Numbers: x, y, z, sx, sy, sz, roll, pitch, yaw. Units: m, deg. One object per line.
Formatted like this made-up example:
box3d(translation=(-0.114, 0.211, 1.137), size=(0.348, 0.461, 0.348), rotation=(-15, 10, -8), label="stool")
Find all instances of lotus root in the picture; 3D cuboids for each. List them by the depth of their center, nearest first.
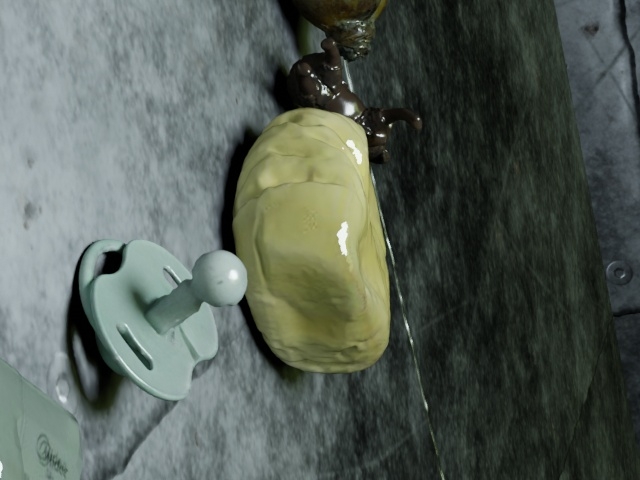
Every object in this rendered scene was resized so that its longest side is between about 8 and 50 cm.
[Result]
box3d(translation=(0.013, -0.277, 1.719), size=(0.120, 0.120, 0.209), rotation=(-19, 102, -71), label="lotus root")

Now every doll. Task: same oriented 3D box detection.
box3d(translation=(0.019, -0.123, 1.690), size=(0.139, 0.165, 0.057), rotation=(40, 74, -11), label="doll")

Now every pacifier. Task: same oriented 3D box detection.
box3d(translation=(-0.105, 0.039, 1.259), size=(0.127, 0.116, 0.150), rotation=(54, 27, -3), label="pacifier")

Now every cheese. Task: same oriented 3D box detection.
box3d(translation=(0.000, 0.000, 1.586), size=(0.226, 0.117, 0.214), rotation=(71, 18, -44), label="cheese")

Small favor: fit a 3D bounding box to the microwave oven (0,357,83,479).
box3d(translation=(-0.249, 0.099, 0.622), size=(0.295, 0.237, 0.181), rotation=(52, 37, -57), label="microwave oven")
